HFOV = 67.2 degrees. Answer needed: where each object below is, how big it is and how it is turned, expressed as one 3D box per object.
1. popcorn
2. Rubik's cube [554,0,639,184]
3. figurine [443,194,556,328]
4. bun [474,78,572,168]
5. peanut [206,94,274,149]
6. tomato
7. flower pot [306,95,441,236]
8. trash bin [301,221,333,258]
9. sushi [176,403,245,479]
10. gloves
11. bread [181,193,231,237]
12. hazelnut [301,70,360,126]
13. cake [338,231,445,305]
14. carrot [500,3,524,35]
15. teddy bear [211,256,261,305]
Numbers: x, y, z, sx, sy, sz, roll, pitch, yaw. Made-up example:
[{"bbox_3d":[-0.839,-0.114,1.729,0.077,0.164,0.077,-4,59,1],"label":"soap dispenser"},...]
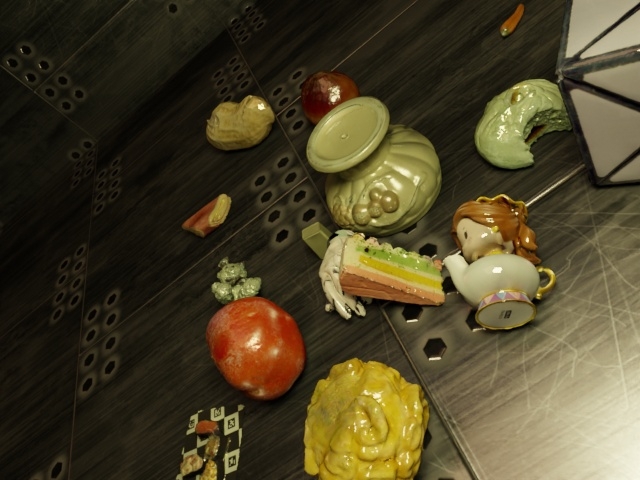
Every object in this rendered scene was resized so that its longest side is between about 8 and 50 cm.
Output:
[{"bbox_3d":[0.080,0.321,0.831,0.250,0.190,0.250,-32,41,33],"label":"popcorn"},{"bbox_3d":[0.606,-0.302,0.813,0.310,0.305,0.306,-2,54,41],"label":"Rubik's cube"},{"bbox_3d":[0.324,0.026,0.899,0.190,0.142,0.263,2,52,3],"label":"figurine"},{"bbox_3d":[0.436,-0.263,1.046,0.204,0.126,0.212,9,65,45],"label":"bun"},{"bbox_3d":[-0.285,-0.416,1.735,0.340,0.158,0.173,4,99,37],"label":"peanut"},{"bbox_3d":[-0.138,0.225,1.058,0.189,0.232,0.232,-35,40,-9],"label":"tomato"},{"bbox_3d":[0.113,-0.179,1.155,0.308,0.244,0.307,-23,46,26],"label":"flower pot"},{"bbox_3d":[0.000,0.000,1.215,0.061,0.092,0.042,-27,46,21],"label":"trash bin"},{"bbox_3d":[-0.265,0.501,1.067,0.193,0.043,0.279,-17,48,29],"label":"sushi"},{"bbox_3d":[0.051,0.081,1.104,0.128,0.111,0.212,-20,39,20],"label":"gloves"},{"bbox_3d":[-0.376,-0.065,1.594,0.193,0.067,0.119,-34,34,11],"label":"bread"},{"bbox_3d":[0.021,-0.438,1.494,0.178,0.178,0.204,-46,41,0],"label":"hazelnut"},{"bbox_3d":[0.144,0.072,1.012,0.090,0.226,0.109,114,171,-52],"label":"cake"},{"bbox_3d":[0.527,-0.601,1.314,0.035,0.035,0.142,15,61,45],"label":"carrot"},{"bbox_3d":[-0.228,0.128,1.303,0.213,0.133,0.111,-132,43,-67],"label":"teddy bear"}]
